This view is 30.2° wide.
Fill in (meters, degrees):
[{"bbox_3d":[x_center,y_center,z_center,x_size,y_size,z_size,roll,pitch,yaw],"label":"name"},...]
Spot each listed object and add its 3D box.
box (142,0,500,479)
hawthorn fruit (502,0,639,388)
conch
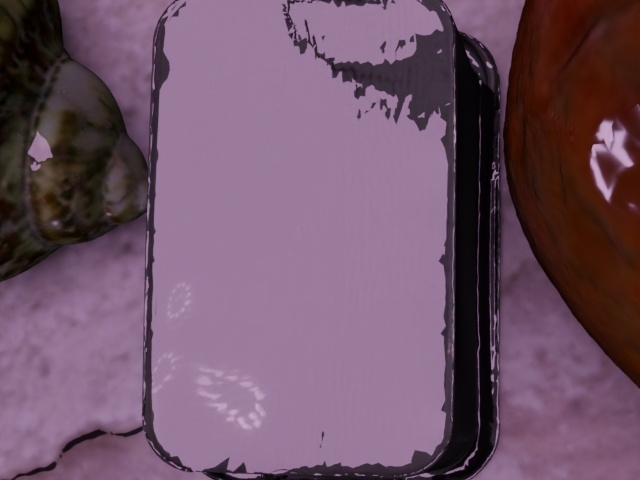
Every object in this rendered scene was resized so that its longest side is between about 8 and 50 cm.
[{"bbox_3d":[0.000,0.000,0.532,0.163,0.135,0.243,1,83,8],"label":"box"},{"bbox_3d":[0.193,-0.055,0.419,0.277,0.298,0.277,-6,76,25],"label":"hawthorn fruit"},{"bbox_3d":[-0.164,-0.072,0.564,0.181,0.124,0.187,39,54,-24],"label":"conch"}]
